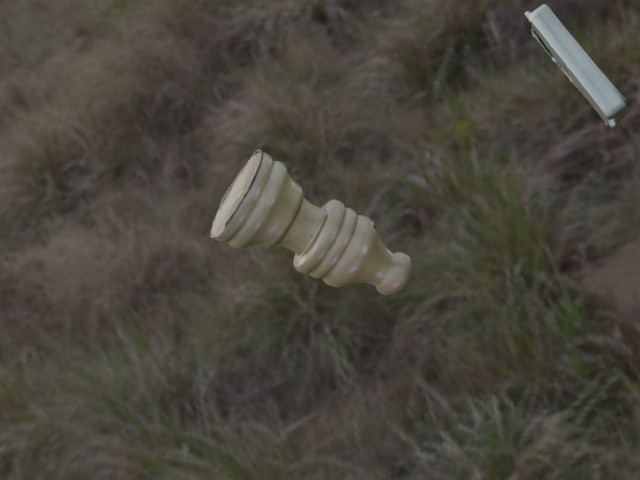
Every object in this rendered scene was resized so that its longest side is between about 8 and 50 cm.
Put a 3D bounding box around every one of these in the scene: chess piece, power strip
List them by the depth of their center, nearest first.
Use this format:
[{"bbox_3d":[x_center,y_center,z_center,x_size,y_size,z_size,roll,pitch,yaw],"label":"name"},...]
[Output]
[{"bbox_3d":[0.340,-0.230,1.786,0.035,0.192,0.081,-38,-14,7],"label":"power strip"},{"bbox_3d":[0.000,0.000,2.055,0.124,0.307,0.139,-40,27,50],"label":"chess piece"}]
